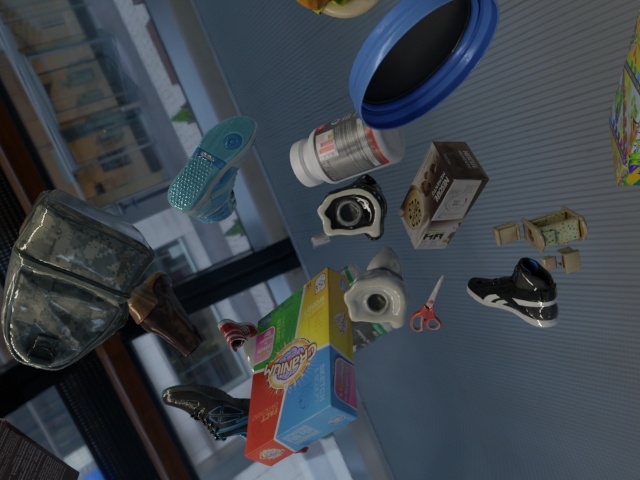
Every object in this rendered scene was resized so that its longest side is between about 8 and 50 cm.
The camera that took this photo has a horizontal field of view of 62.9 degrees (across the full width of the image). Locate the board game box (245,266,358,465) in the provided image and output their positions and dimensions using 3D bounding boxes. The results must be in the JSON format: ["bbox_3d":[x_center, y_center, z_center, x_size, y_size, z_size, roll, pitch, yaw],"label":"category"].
[{"bbox_3d":[-0.039,0.239,1.024,0.064,0.316,0.242,33,124,-27],"label":"board game box"}]

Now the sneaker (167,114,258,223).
[{"bbox_3d":[-0.269,-0.185,1.457,0.127,0.319,0.208,38,174,22],"label":"sneaker"}]

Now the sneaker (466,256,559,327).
[{"bbox_3d":[0.394,0.082,1.076,0.217,0.079,0.121,25,128,53],"label":"sneaker"}]

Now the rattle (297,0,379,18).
[{"bbox_3d":[0.060,-0.350,0.623,0.143,0.199,0.130,-31,-71,-78],"label":"rattle"}]

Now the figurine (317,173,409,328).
[{"bbox_3d":[0.082,0.006,0.809,0.209,0.092,0.215,-49,-56,-72],"label":"figurine"}]

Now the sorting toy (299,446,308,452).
[{"bbox_3d":[-0.072,0.468,1.209,0.102,0.042,0.061,-9,152,23],"label":"sorting toy"}]

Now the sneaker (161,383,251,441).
[{"bbox_3d":[-0.313,0.520,1.562,0.341,0.140,0.125,18,153,-13],"label":"sneaker"}]

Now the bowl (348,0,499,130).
[{"bbox_3d":[0.235,-0.426,1.225,0.077,0.391,0.391,56,153,20],"label":"bowl"}]

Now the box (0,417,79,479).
[{"bbox_3d":[-0.685,0.493,1.098,0.191,0.143,0.381,5,141,4],"label":"box"}]

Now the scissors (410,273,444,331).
[{"bbox_3d":[0.353,0.213,1.737,0.109,0.021,0.297,1,136,10],"label":"scissors"}]

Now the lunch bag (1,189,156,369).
[{"bbox_3d":[-0.457,0.066,0.942,0.212,0.256,0.305,31,176,-30],"label":"lunch bag"}]

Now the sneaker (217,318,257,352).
[{"bbox_3d":[-0.171,0.212,1.145,0.118,0.042,0.067,26,-158,-54],"label":"sneaker"}]

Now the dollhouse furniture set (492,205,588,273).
[{"bbox_3d":[0.529,0.030,1.248,0.101,0.182,0.161,-102,-5,-69],"label":"dollhouse furniture set"}]

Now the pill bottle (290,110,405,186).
[{"bbox_3d":[0.087,-0.316,1.796,0.363,0.210,0.210,-16,103,32],"label":"pill bottle"}]

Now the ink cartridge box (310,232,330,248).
[{"bbox_3d":[0.000,0.000,1.504,0.083,0.048,0.028,115,137,-81],"label":"ink cartridge box"}]

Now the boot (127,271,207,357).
[{"bbox_3d":[-0.365,0.181,1.278,0.207,0.090,0.248,42,-173,-4],"label":"boot"}]

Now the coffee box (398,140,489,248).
[{"bbox_3d":[0.359,-0.131,1.570,0.297,0.119,0.168,110,151,-47],"label":"coffee box"}]

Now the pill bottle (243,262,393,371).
[{"bbox_3d":[-0.008,0.232,1.368,0.204,0.361,0.204,56,-171,-13],"label":"pill bottle"}]

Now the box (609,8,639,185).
[{"bbox_3d":[0.676,-0.242,0.872,0.290,0.177,0.279,2,149,17],"label":"box"}]
